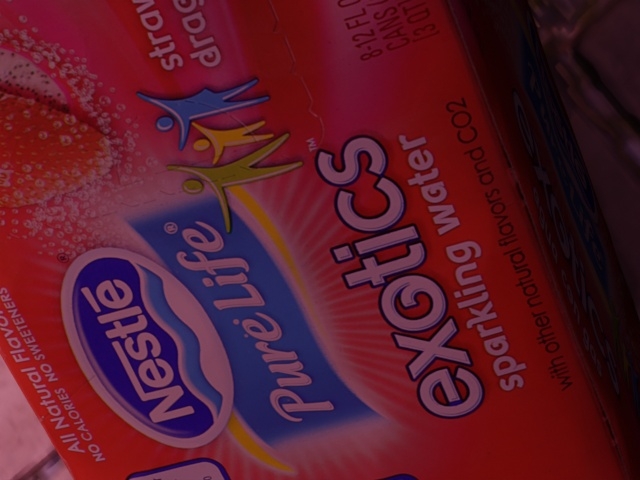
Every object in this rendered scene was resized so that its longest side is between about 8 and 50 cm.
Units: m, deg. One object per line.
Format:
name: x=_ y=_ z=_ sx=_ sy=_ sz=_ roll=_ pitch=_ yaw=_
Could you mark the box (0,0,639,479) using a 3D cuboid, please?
box: x=0.000 y=0.000 z=0.422 sx=0.128 sy=0.123 sz=0.257 roll=-16 pitch=119 yaw=15
